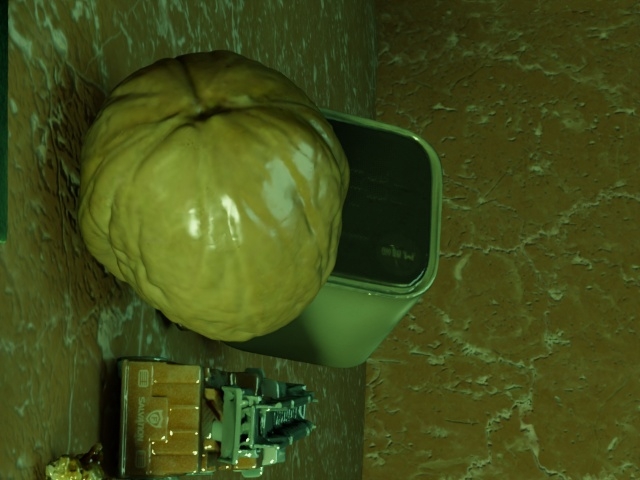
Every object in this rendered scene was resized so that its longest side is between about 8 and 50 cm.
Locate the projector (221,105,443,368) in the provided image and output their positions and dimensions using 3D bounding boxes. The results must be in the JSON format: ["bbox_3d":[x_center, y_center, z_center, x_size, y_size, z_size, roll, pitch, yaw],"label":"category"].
[{"bbox_3d":[0.000,0.000,1.557,0.249,0.248,0.249,124,-25,-58],"label":"projector"}]

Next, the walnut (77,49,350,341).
[{"bbox_3d":[-0.103,-0.042,1.192,0.252,0.277,0.313,-45,156,-21],"label":"walnut"}]

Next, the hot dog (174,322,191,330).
[{"bbox_3d":[-0.147,-0.005,1.473,0.100,0.068,0.250,75,17,-56],"label":"hot dog"}]

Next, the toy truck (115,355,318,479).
[{"bbox_3d":[-0.104,0.205,1.350,0.338,0.184,0.133,40,50,-76],"label":"toy truck"}]

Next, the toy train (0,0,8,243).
[{"bbox_3d":[-0.252,-0.126,0.742,0.178,0.138,0.330,29,61,-83],"label":"toy train"}]

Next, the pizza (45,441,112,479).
[{"bbox_3d":[-0.203,0.258,1.110,0.194,0.069,0.154,80,14,-46],"label":"pizza"}]
